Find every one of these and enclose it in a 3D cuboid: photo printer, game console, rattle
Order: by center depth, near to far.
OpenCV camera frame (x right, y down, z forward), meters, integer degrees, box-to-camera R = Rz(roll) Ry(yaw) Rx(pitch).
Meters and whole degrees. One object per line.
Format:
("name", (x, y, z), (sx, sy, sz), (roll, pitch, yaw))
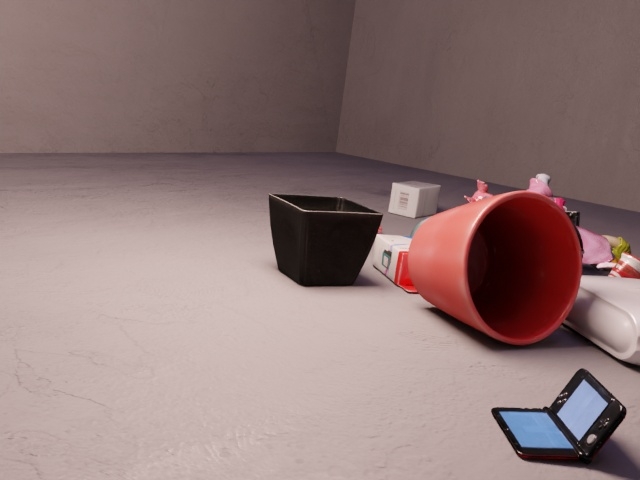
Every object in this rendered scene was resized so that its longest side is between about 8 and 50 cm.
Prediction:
("game console", (0.307, 0.222, 1.036), (0.085, 0.124, 0.144), (33, 9, -10))
("photo printer", (0.617, 0.153, 1.485), (0.256, 0.107, 0.307), (5, 12, -12))
("rattle", (0.734, 0.069, 2.151), (0.200, 0.142, 0.130), (-3, -28, 31))

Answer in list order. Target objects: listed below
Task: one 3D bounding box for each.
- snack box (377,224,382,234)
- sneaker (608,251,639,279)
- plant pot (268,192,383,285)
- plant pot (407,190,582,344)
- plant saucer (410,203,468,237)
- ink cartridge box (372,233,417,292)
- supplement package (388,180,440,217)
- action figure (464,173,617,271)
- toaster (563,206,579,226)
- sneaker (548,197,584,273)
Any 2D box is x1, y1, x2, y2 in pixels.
("snack box", (0.118, -0.043, 2.280), (0.100, 0.037, 0.141), (5, 12, -4))
("sneaker", (0.686, 0.133, 1.711), (0.221, 0.128, 0.087), (39, 3, -16))
("plant pot", (0.000, 0.000, 1.688), (0.188, 0.166, 0.187), (0, 14, -28))
("plant pot", (0.308, 0.045, 1.500), (0.275, 0.274, 0.243), (1, 2, -26))
("plant saucer", (0.389, -0.062, 2.158), (0.318, 0.043, 0.317), (-16, -7, -2))
("ink cartridge box", (0.217, 0.052, 1.790), (0.134, 0.077, 0.231), (4, 13, -17))
("supplement package", (0.323, -0.143, 2.715), (0.105, 0.105, 0.179), (14, 13, 31))
("action figure", (0.469, -0.002, 1.820), (0.370, 0.248, 0.275), (30, 29, -22))
("toaster", (0.585, 0.002, 2.058), (0.168, 0.185, 0.110), (4, 7, 23))
("sneaker", (0.497, 0.038, 1.633), (0.112, 0.299, 0.120), (-19, 37, 30))
